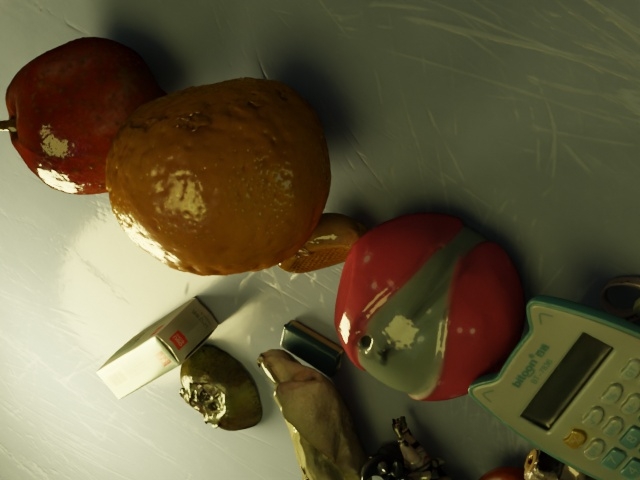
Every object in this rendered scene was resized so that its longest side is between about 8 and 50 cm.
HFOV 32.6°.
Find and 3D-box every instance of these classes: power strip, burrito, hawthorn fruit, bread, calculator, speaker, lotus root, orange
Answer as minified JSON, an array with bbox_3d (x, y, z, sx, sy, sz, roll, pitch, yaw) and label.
[{"bbox_3d":[-0.017,0.193,1.982,0.123,0.032,0.056,30,133,19],"label":"power strip"},{"bbox_3d":[-0.008,0.335,1.994,0.135,0.190,0.332,-20,117,0],"label":"burrito"},{"bbox_3d":[-0.398,-0.203,1.828,0.275,0.299,0.275,171,90,-70],"label":"hawthorn fruit"},{"bbox_3d":[0.000,0.000,1.787,0.189,0.114,0.078,-19,68,45],"label":"bread"},{"bbox_3d":[0.421,0.232,1.533,0.386,0.054,0.256,30,124,3],"label":"calculator"},{"bbox_3d":[0.170,0.106,1.669,0.294,0.294,0.294,21,130,26],"label":"speaker"},{"bbox_3d":[-0.215,0.312,2.194,0.183,0.078,0.204,9,126,35],"label":"lotus root"},{"bbox_3d":[-0.148,-0.090,1.660,0.340,0.340,0.293,-3,106,40],"label":"orange"}]

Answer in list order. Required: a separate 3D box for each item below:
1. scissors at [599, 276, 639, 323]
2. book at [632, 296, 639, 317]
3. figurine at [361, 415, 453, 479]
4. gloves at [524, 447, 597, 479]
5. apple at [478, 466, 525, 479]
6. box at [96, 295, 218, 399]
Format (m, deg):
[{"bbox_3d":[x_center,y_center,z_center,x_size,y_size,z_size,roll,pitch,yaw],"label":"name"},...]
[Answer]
[{"bbox_3d":[0.497,0.076,1.490,0.242,0.030,0.118,-30,100,46],"label":"scissors"},{"bbox_3d":[0.628,0.131,1.398,0.389,0.032,0.269,36,139,5],"label":"book"},{"bbox_3d":[0.172,0.455,1.926,0.265,0.175,0.197,48,129,11],"label":"figurine"},{"bbox_3d":[0.392,0.377,1.734,0.144,0.110,0.094,41,139,8],"label":"gloves"},{"bbox_3d":[0.318,0.454,1.808,0.163,0.163,0.139,-6,135,41],"label":"apple"},{"bbox_3d":[-0.323,0.215,2.170,0.079,0.135,0.269,50,138,-8],"label":"box"}]
